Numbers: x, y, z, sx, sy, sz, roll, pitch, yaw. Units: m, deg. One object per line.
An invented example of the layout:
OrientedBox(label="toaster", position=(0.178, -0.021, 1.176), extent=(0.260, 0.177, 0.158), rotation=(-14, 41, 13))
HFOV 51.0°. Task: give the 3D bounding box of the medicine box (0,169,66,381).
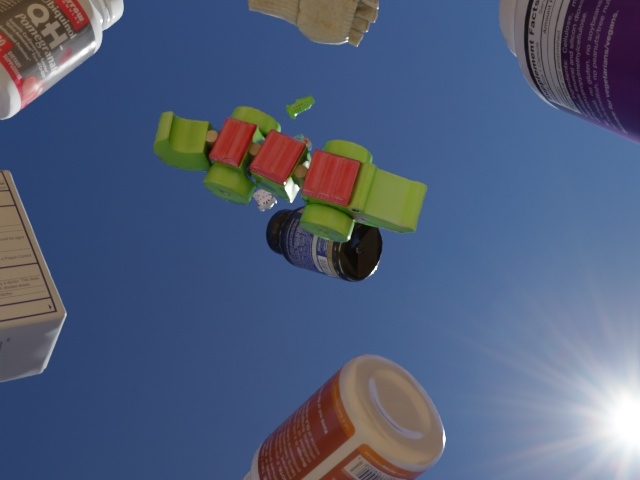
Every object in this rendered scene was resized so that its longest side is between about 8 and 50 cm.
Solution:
OrientedBox(label="medicine box", position=(-0.538, 0.054, 0.925), extent=(0.263, 0.149, 0.289), rotation=(-8, -126, -41))

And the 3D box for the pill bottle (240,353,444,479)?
OrientedBox(label="pill bottle", position=(0.008, 0.219, 0.661), extent=(0.121, 0.216, 0.121), rotation=(32, -151, -20))

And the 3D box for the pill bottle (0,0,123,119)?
OrientedBox(label="pill bottle", position=(-0.513, -0.378, 1.214), extent=(0.176, 0.176, 0.318), rotation=(37, -122, -1))

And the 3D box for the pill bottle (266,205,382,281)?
OrientedBox(label="pill bottle", position=(0.000, 0.000, 1.272), extent=(0.122, 0.219, 0.123), rotation=(-13, -72, -42))

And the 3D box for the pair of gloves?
OrientedBox(label="pair of gloves", position=(0.018, -0.422, 1.009), extent=(0.204, 0.240, 0.042), rotation=(18, -160, -20))

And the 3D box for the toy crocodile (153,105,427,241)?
OrientedBox(label="toy crocodile", position=(-0.039, -0.088, 0.823), extent=(0.340, 0.105, 0.115), rotation=(20, -102, 10))

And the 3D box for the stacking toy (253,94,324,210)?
OrientedBox(label="stacking toy", position=(-0.077, -0.171, 1.358), extent=(0.221, 0.167, 0.052), rotation=(-32, -131, 2))

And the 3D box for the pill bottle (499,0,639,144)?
OrientedBox(label="pill bottle", position=(0.277, -0.165, 0.521), extent=(0.181, 0.182, 0.323), rotation=(2, -155, -19))
